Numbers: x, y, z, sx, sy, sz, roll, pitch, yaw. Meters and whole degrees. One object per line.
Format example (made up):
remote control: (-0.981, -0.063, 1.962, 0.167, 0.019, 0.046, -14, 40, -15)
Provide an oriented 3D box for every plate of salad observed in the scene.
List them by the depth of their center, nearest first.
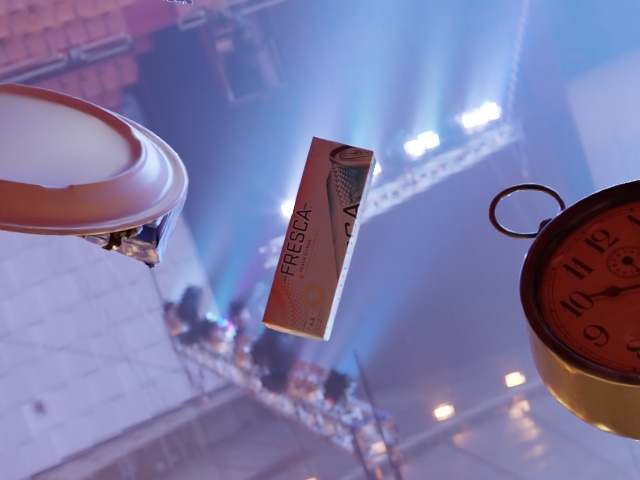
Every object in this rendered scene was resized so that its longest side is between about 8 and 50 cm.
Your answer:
plate of salad: (-0.177, -0.043, 0.760, 0.199, 0.048, 0.200, 13, -155, -6)

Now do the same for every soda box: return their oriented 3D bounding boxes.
soda box: (0.000, 0.000, 1.222, 0.063, 0.183, 0.058, 14, 176, 7)

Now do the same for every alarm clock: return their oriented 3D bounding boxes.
alarm clock: (0.151, 0.024, 0.626, 0.129, 0.064, 0.192, -34, -132, -16)

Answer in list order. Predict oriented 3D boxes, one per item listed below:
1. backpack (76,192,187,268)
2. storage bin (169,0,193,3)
backpack: (-0.200, -0.048, 1.289, 0.120, 0.098, 0.101, 18, 153, 3)
storage bin: (-0.166, -0.320, 1.438, 0.091, 0.098, 0.135, -55, 168, 17)
